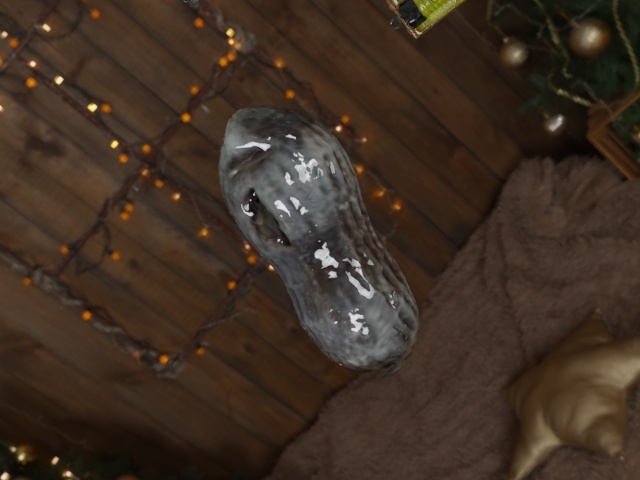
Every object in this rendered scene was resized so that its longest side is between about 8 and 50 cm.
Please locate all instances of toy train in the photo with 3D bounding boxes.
[{"bbox_3d":[0.200,-0.417,1.297,0.219,0.089,0.127,-34,16,25],"label":"toy train"}]

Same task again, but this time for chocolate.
[{"bbox_3d":[0.000,0.000,0.647,0.110,0.248,0.110,-25,12,6],"label":"chocolate"}]

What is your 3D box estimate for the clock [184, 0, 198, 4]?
[{"bbox_3d":[-0.205,-0.423,1.270,0.085,0.017,0.085,-177,90,-66],"label":"clock"}]
